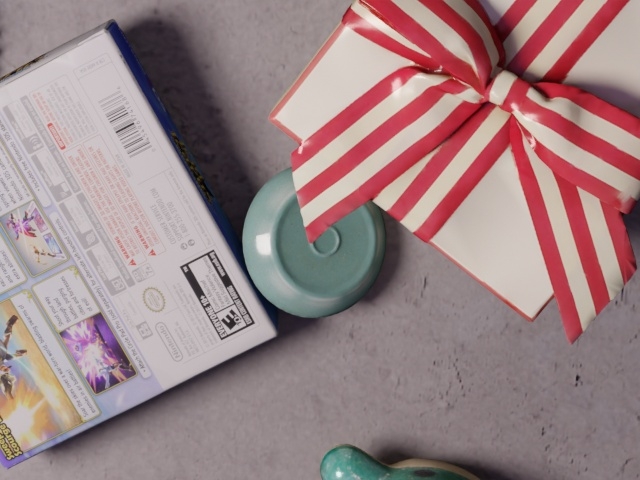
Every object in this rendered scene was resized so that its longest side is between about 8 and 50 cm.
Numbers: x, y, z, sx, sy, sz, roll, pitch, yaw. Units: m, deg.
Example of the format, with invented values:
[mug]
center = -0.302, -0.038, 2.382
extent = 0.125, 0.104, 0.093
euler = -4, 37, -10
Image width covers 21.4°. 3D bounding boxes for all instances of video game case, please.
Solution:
[video game case]
center = -0.200, 0.006, 1.296
extent = 0.244, 0.061, 0.269
euler = -27, 104, 7

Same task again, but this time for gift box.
[gift box]
center = 0.120, -0.093, 1.168
extent = 0.255, 0.258, 0.276
euler = 33, 101, -3

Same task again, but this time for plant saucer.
[plant saucer]
center = 0.000, 0.000, 1.287
extent = 0.119, 0.021, 0.119
euler = 0, 91, -22

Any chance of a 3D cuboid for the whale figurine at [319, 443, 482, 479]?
[whale figurine]
center = 0.024, 0.268, 1.307
extent = 0.272, 0.141, 0.216
euler = -3, 102, 4
